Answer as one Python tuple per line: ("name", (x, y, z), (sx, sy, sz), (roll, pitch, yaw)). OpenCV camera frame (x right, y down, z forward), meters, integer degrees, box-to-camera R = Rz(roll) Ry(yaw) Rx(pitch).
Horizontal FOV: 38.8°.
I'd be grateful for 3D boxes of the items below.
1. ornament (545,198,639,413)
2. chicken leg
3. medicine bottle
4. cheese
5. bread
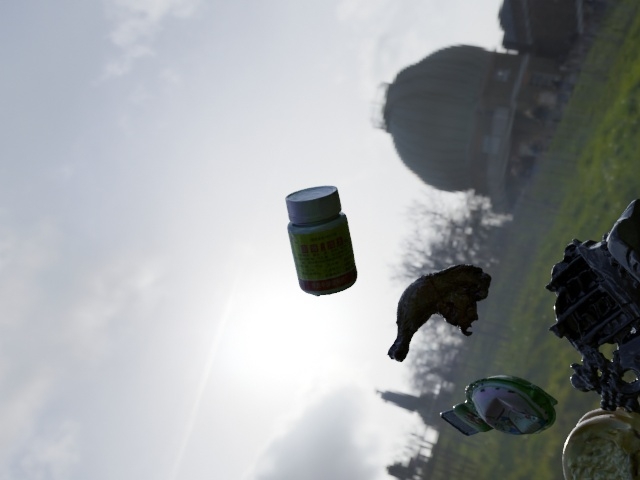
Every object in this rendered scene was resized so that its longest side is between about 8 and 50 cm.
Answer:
("ornament", (0.416, 0.106, 1.253), (0.106, 0.251, 0.260), (-39, -6, -45))
("chicken leg", (0.282, 0.167, 2.208), (0.083, 0.322, 0.177), (139, 111, -73))
("medicine bottle", (0.000, 0.000, 2.045), (0.139, 0.139, 0.225), (-37, -60, -56))
("cheese", (0.396, 0.382, 2.037), (0.320, 0.204, 0.083), (-37, 20, 50))
("bread", (0.686, 0.533, 2.124), (0.270, 0.211, 0.315), (-30, -71, -65))
